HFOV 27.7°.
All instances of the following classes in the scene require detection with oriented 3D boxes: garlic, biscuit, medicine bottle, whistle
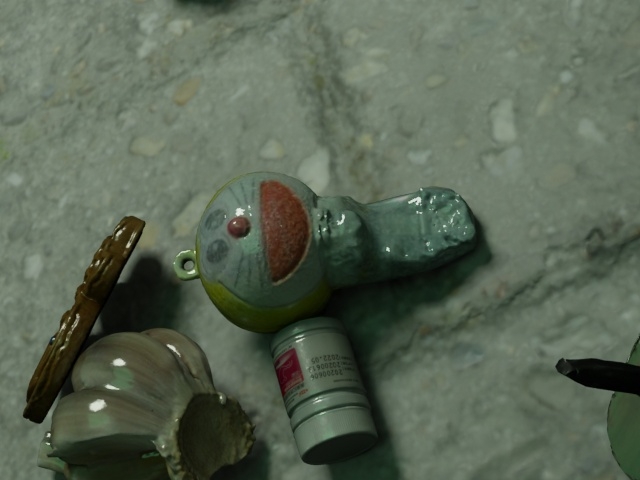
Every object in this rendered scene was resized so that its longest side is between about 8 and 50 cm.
[{"bbox_3d":[-0.151,0.133,0.967,0.194,0.127,0.131,-14,26,48],"label":"garlic"},{"bbox_3d":[-0.187,0.060,1.009,0.026,0.124,0.175,28,74,-7],"label":"biscuit"},{"bbox_3d":[0.002,0.106,0.922,0.058,0.058,0.091,-26,61,16],"label":"medicine bottle"},{"bbox_3d":[0.000,0.000,0.938,0.223,0.123,0.123,-9,67,8],"label":"whistle"}]

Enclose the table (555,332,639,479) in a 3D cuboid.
[{"bbox_3d":[0.306,0.044,0.680,0.317,0.249,0.317,-10,67,24],"label":"table"}]
